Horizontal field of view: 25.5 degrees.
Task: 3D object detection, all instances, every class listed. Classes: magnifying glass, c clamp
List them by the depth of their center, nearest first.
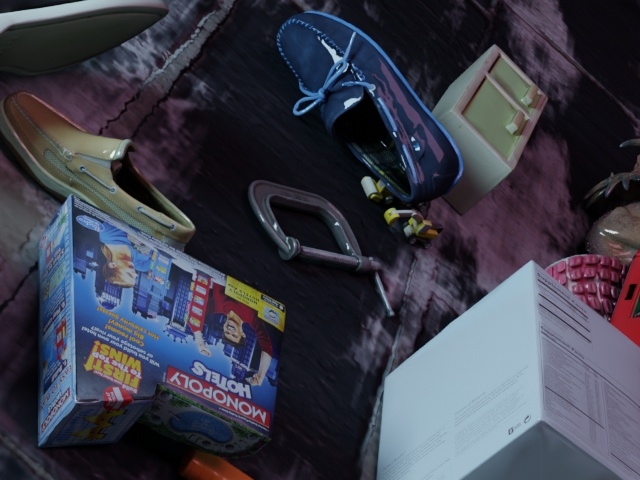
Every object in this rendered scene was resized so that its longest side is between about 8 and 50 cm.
[{"bbox_3d":[-0.008,0.223,1.065,0.231,0.026,0.092,35,37,-16],"label":"magnifying glass"},{"bbox_3d":[0.000,0.000,1.355,0.161,0.022,0.137,18,41,-43],"label":"c clamp"}]

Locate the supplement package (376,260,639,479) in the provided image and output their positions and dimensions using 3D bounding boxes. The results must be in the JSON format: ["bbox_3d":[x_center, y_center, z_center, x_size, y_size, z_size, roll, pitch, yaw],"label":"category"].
[{"bbox_3d":[0.164,0.170,1.189,0.149,0.194,0.203,37,31,-19],"label":"supplement package"}]

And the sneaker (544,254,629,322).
[{"bbox_3d":[0.311,0.097,1.554,0.299,0.112,0.121,18,63,-47],"label":"sneaker"}]

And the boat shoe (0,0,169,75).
[{"bbox_3d":[-0.258,-0.198,1.148,0.340,0.127,0.113,-23,84,-50],"label":"boat shoe"}]

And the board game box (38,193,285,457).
[{"bbox_3d":[-0.127,0.085,1.027,0.194,0.060,0.194,29,36,-17],"label":"board game box"}]

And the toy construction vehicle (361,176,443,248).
[{"bbox_3d":[0.094,-0.039,1.514,0.098,0.035,0.086,18,40,-42],"label":"toy construction vehicle"}]

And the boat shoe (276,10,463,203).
[{"bbox_3d":[0.042,-0.146,1.490,0.258,0.109,0.089,43,46,18],"label":"boat shoe"}]

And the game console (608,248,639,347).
[{"bbox_3d":[0.381,0.217,1.443,0.342,0.060,0.386,62,34,-19],"label":"game console"}]

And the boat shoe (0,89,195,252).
[{"bbox_3d":[-0.176,-0.060,1.141,0.190,0.072,0.068,43,29,-7],"label":"boat shoe"}]

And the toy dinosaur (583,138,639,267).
[{"bbox_3d":[0.402,-0.011,1.814,0.200,0.127,0.296,46,40,12],"label":"toy dinosaur"}]

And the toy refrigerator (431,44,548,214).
[{"bbox_3d":[0.196,-0.143,1.716,0.102,0.094,0.269,45,29,-4],"label":"toy refrigerator"}]
